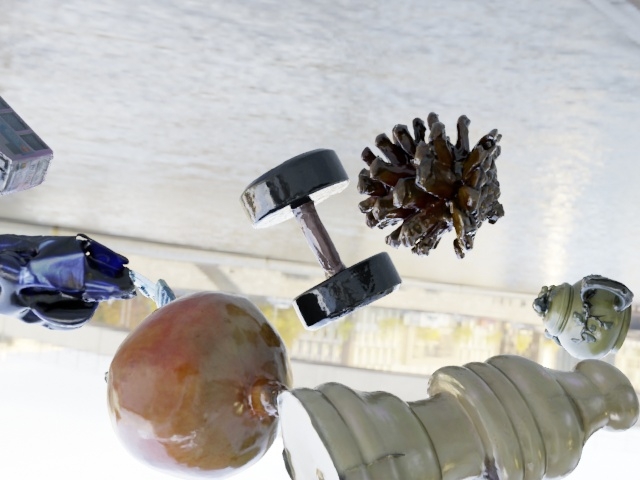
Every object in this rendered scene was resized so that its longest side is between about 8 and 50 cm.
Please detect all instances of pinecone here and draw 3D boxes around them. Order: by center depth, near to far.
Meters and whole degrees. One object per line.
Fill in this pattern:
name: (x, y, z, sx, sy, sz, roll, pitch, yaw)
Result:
pinecone: (0.130, -0.068, 1.043, 0.195, 0.179, 0.150, -3, 146, 45)

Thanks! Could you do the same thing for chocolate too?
chocolate: (-0.342, 0.029, 0.804, 0.344, 0.148, 0.126, 7, -144, -23)

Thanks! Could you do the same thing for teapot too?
teapot: (0.519, 0.141, 1.760, 0.183, 0.173, 0.269, 15, 151, 4)

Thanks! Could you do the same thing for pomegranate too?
pomegranate: (-0.143, 0.193, 1.155, 0.271, 0.252, 0.229, -10, 131, 42)

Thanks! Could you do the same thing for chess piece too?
chess piece: (0.131, 0.157, 0.746, 0.307, 0.124, 0.139, -12, -163, -22)

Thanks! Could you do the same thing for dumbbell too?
dumbbell: (0.000, 0.000, 1.205, 0.153, 0.218, 0.152, -27, 174, -3)

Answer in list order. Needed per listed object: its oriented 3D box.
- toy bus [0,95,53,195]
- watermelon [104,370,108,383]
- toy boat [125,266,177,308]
toy bus: (-0.243, -0.087, 0.613, 0.131, 0.037, 0.052, 44, -144, 17)
watermelon: (-0.311, 0.279, 1.472, 0.080, 0.155, 0.101, -24, 167, -3)
toy boat: (-0.284, 0.075, 1.465, 0.034, 0.149, 0.105, -40, 178, -29)
